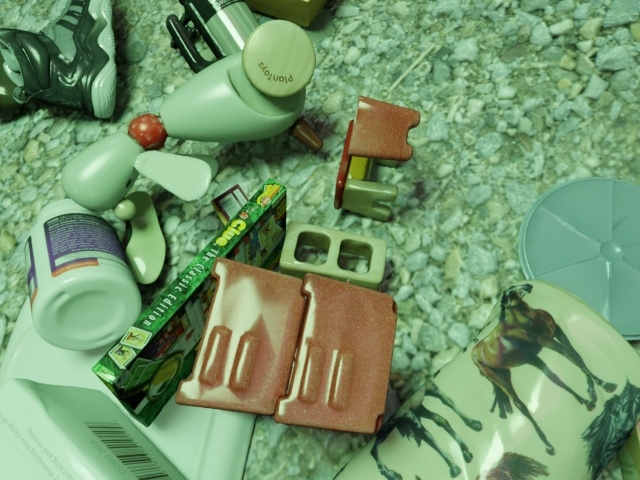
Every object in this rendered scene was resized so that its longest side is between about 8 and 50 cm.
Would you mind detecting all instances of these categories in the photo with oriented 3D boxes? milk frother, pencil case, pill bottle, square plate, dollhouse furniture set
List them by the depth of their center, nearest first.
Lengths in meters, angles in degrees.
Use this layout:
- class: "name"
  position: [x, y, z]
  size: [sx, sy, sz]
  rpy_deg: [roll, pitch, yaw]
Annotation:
- class: "pencil case"
  position: [0.113, 0.216, 0.441]
  size: [0.410, 0.160, 0.183]
  rpy_deg: [-42, 44, -10]
- class: "dollhouse furniture set"
  position: [0.000, 0.000, 0.498]
  size: [0.152, 0.201, 0.373]
  rpy_deg: [11, 67, 2]
- class: "square plate"
  position: [-0.253, 0.234, 0.542]
  size: [0.344, 0.049, 0.347]
  rpy_deg: [7, 69, 9]
- class: "pill bottle"
  position: [-0.291, 0.029, 0.573]
  size: [0.108, 0.108, 0.193]
  rpy_deg: [-36, 46, -7]
- class: "milk frother"
  position: [-0.155, -0.303, 0.723]
  size: [0.129, 0.143, 0.134]
  rpy_deg: [-33, 97, -3]

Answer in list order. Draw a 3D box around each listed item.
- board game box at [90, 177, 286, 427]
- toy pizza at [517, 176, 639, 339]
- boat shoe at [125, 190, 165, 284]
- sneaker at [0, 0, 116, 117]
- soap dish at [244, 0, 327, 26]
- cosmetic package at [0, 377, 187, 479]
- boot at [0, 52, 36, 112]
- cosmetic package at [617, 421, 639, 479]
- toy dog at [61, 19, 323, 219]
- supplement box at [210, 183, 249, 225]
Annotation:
- class: "board game box"
  position: [-0.116, 0.062, 0.507]
  size: [0.030, 0.136, 0.259]
  rpy_deg: [29, 57, 13]
- class: "toy pizza"
  position: [0.335, 0.018, 0.561]
  size: [0.202, 0.032, 0.201]
  rpy_deg: [-2, 68, 5]
- class: "boat shoe"
  position: [-0.234, 0.000, 0.637]
  size: [0.049, 0.042, 0.132]
  rpy_deg: [-8, 66, -18]
- class: "sneaker"
  position: [-0.396, -0.311, 0.719]
  size: [0.153, 0.101, 0.268]
  rpy_deg: [-3, 68, -26]
- class: "soap dish"
  position: [-0.084, -0.477, 0.761]
  size: [0.291, 0.118, 0.228]
  rpy_deg: [25, 72, 16]
- class: "cosmetic package"
  position: [-0.290, 0.338, 0.390]
  size: [0.217, 0.156, 0.385]
  rpy_deg: [35, 76, 19]
- class: "boot"
  position: [-0.500, -0.291, 0.781]
  size: [0.106, 0.082, 0.219]
  rpy_deg: [-13, 61, -22]
- class: "cosmetic package"
  position: [0.325, 0.225, 0.465]
  size: [0.041, 0.060, 0.115]
  rpy_deg: [-4, 67, 6]
- class: "toy dog"
  position: [-0.130, -0.123, 0.603]
  size: [0.334, 0.220, 0.161]
  rpy_deg: [-29, 108, 15]
- class: "supplement box"
  position: [-0.097, -0.024, 0.604]
  size: [0.043, 0.083, 0.055]
  rpy_deg: [-34, 69, -7]
